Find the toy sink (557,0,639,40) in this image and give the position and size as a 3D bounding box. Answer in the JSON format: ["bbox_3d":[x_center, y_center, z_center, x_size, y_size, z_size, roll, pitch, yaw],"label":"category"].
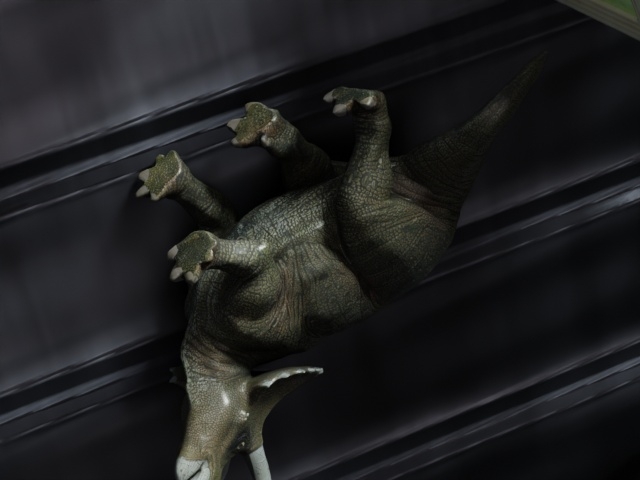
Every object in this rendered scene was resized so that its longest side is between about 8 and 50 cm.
[{"bbox_3d":[0.144,-0.238,0.753,0.131,0.153,0.234,-33,121,-6],"label":"toy sink"}]

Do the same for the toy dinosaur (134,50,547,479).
[{"bbox_3d":[0.000,0.000,0.836,0.313,0.121,0.160,-43,133,-5],"label":"toy dinosaur"}]
